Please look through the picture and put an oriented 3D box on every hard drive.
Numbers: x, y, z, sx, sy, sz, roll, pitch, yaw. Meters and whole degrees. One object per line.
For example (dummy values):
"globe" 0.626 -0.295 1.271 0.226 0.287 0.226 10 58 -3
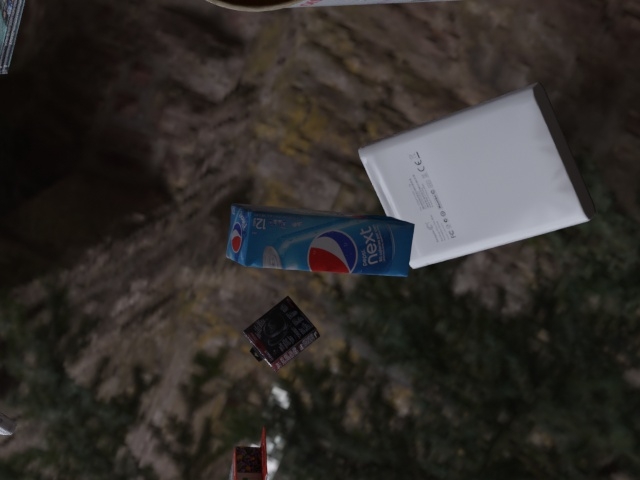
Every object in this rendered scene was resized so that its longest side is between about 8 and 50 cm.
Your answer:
"hard drive" 0.219 -0.087 2.029 0.040 0.307 0.203 -38 -74 -50

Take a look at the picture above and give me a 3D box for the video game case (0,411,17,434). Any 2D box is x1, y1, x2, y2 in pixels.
"video game case" -0.422 0.165 1.511 0.143 0.157 0.019 41 -119 -36

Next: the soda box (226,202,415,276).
"soda box" 0.000 0.000 1.662 0.210 0.067 0.071 4 -173 -23

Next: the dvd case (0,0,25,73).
"dvd case" -0.286 -0.223 1.267 0.013 0.119 0.087 -2 -134 -30

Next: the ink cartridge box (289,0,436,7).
"ink cartridge box" 0.113 -0.385 1.815 0.306 0.131 0.226 -6 180 -26

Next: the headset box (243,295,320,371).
"headset box" -0.053 0.121 1.799 0.083 0.032 0.062 -39 -117 -7

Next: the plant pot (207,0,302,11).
"plant pot" -0.091 -0.390 1.398 0.237 0.237 0.254 2 -147 -28

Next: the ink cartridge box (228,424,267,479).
"ink cartridge box" -0.075 0.245 1.430 0.029 0.115 0.063 4 -135 -9
